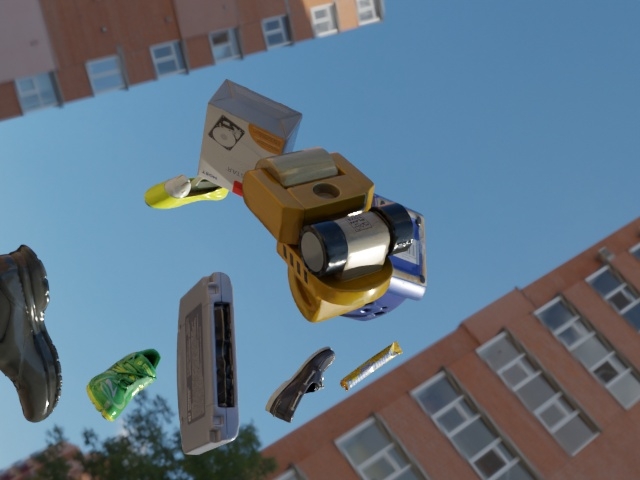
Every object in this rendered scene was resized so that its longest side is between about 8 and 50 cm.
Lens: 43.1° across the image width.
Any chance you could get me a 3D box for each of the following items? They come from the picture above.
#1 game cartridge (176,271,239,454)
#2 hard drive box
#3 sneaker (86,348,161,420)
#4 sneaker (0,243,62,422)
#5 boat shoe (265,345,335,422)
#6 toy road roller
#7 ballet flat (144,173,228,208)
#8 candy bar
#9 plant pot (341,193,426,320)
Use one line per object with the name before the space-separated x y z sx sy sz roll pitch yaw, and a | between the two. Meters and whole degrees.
game cartridge | -0.207 0.224 1.448 0.196 0.060 0.295 -33 -124 53
hard drive box | -0.154 -0.201 1.722 0.181 0.089 0.232 25 -37 4
sneaker | -0.474 0.334 1.972 0.123 0.295 0.109 -37 -81 15
sneaker | -0.485 0.154 1.259 0.109 0.130 0.287 10 -69 51
boat shoe | -0.026 0.297 1.657 0.065 0.206 0.075 32 -43 22
toy road roller | 0.000 0.000 1.525 0.329 0.202 0.241 48 -40 37
ballet flat | -0.320 -0.131 1.982 0.077 0.230 0.077 -50 -120 43
candy bar | 0.112 0.283 1.813 0.040 0.161 0.018 59 -7 -36
plant pot | 0.099 0.029 1.752 0.212 0.235 0.236 -17 -116 40
